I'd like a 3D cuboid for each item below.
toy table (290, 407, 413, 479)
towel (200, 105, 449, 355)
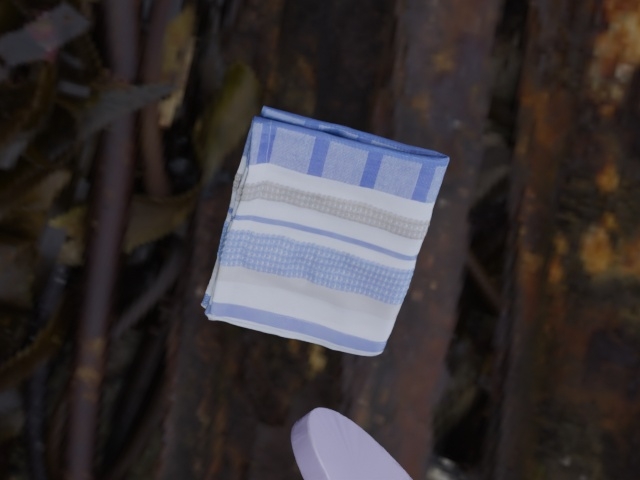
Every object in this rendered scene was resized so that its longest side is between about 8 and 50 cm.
[{"bbox_3d":[0.024,0.329,1.726,0.161,0.274,0.252,-40,172,21],"label":"toy table"},{"bbox_3d":[0.000,0.000,1.691,0.034,0.209,0.285,-80,-175,-50],"label":"towel"}]
